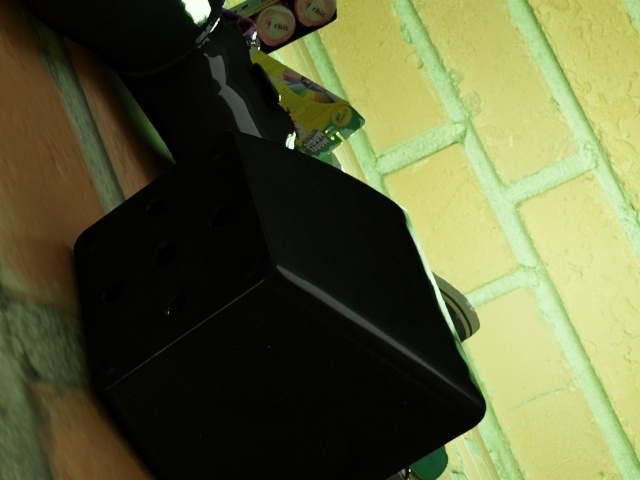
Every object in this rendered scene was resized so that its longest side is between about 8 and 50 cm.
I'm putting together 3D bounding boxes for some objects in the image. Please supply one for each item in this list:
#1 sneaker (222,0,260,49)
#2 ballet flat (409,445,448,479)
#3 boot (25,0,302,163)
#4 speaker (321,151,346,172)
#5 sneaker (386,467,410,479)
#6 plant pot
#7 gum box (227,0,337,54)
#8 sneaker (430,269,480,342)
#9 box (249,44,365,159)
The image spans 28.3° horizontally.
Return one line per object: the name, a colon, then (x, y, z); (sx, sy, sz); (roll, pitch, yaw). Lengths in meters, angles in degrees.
sneaker: (-0.106, -0.193, 1.396); (0.095, 0.104, 0.236); (-110, 172, -49)
ballet flat: (0.078, 0.211, 1.531); (0.086, 0.086, 0.248); (-108, 171, -47)
boot: (-0.083, -0.066, 1.045); (0.367, 0.146, 0.445); (-88, 157, -72)
speaker: (0.000, 0.000, 1.409); (0.296, 0.131, 0.131); (56, 11, -51)
sneaker: (0.072, 0.196, 1.341); (0.234, 0.106, 0.078); (67, 8, 14)
plant pot: (-0.043, 0.048, 0.766); (0.167, 0.188, 0.187); (41, 22, -41)
gum box: (-0.066, -0.298, 1.718); (0.062, 0.188, 0.107); (62, 7, -21)
sneaker: (0.094, 0.078, 1.949); (0.321, 0.127, 0.126); (36, -23, 47)
box: (-0.053, -0.136, 1.278); (0.179, 0.105, 0.043); (31, -47, 17)
